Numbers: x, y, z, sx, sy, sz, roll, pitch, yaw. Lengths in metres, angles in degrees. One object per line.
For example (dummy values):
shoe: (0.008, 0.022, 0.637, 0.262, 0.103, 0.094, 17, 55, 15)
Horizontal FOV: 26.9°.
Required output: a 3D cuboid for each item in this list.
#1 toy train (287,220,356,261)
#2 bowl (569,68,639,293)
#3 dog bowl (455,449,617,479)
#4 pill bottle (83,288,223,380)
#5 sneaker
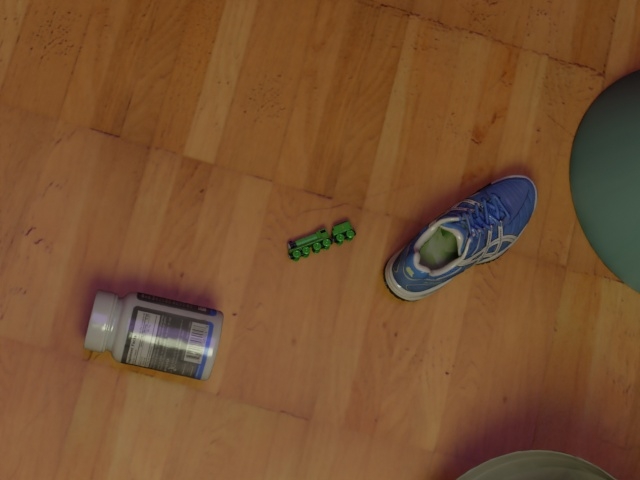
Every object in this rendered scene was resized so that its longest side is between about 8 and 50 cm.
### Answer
toy train: (0.000, 0.000, 1.509, 0.083, 0.017, 0.023, -20, 72, -14)
bowl: (0.463, -0.083, 1.541, 0.311, 0.163, 0.311, 3, 77, -11)
dog bowl: (0.224, 0.388, 1.315, 0.102, 0.349, 0.349, 23, 71, -41)
pill bottle: (-0.177, 0.098, 1.421, 0.137, 0.078, 0.078, 13, 75, -7)
sneaker: (0.169, -0.005, 1.508, 0.211, 0.081, 0.080, -38, 85, -18)
